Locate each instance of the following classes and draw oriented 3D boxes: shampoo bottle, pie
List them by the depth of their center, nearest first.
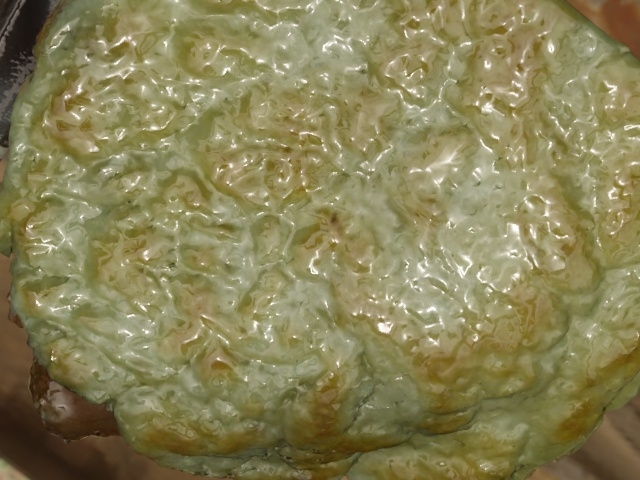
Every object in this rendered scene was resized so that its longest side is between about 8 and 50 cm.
[{"bbox_3d":[0.004,-0.007,0.577,0.274,0.105,0.257,13,115,6],"label":"pie"},{"bbox_3d":[-0.172,-0.147,0.920,0.063,0.208,0.057,30,-176,-29],"label":"shampoo bottle"}]
